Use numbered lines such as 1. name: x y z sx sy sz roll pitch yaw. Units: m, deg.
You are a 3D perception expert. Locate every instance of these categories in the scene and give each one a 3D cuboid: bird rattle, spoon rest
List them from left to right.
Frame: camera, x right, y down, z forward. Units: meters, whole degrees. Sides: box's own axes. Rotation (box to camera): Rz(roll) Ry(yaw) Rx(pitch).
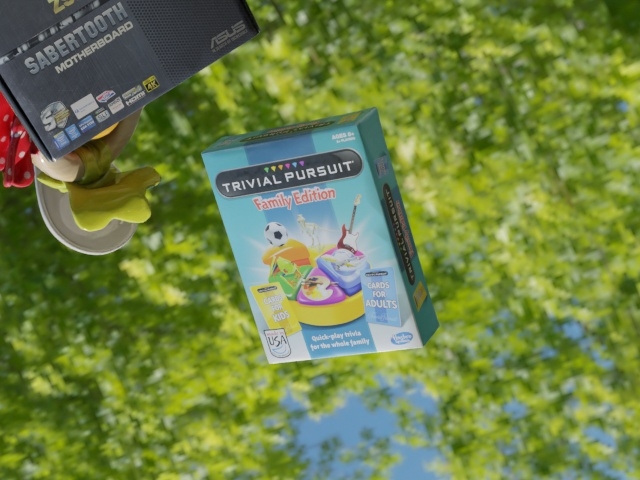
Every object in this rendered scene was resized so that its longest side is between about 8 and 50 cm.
1. spoon rest: -0.345 -0.100 1.909 0.276 0.084 0.137 49 -127 0
2. bird rattle: -0.287 -0.132 1.648 0.253 0.143 0.207 39 -104 -47

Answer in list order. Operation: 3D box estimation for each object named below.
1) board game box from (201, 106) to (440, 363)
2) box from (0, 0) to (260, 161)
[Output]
1. board game box: 0.000 0.000 2.096 0.079 0.253 0.336 -44 -60 -58
2. box: -0.196 -0.208 1.320 0.232 0.059 0.183 -33 -65 -10
